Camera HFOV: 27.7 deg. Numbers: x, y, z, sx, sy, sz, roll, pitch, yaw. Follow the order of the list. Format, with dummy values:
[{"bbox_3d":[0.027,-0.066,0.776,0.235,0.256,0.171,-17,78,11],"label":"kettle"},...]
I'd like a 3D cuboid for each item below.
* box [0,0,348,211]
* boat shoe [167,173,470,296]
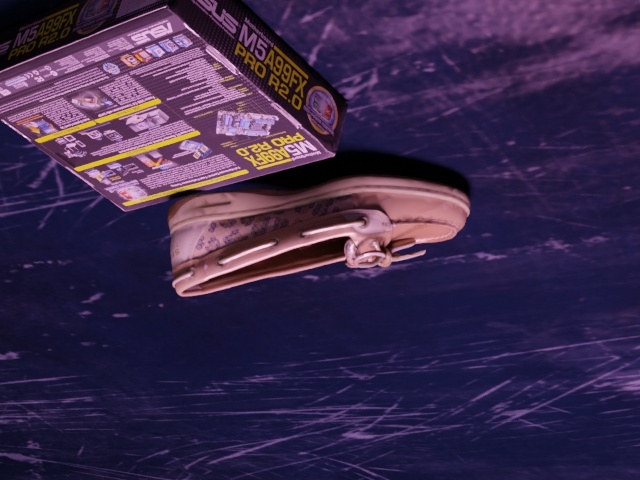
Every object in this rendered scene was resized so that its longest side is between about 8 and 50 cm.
[{"bbox_3d":[-0.147,-0.126,1.136,0.270,0.060,0.216,-12,143,39],"label":"box"},{"bbox_3d":[0.000,0.000,1.218,0.285,0.089,0.104,-6,159,7],"label":"boat shoe"}]
